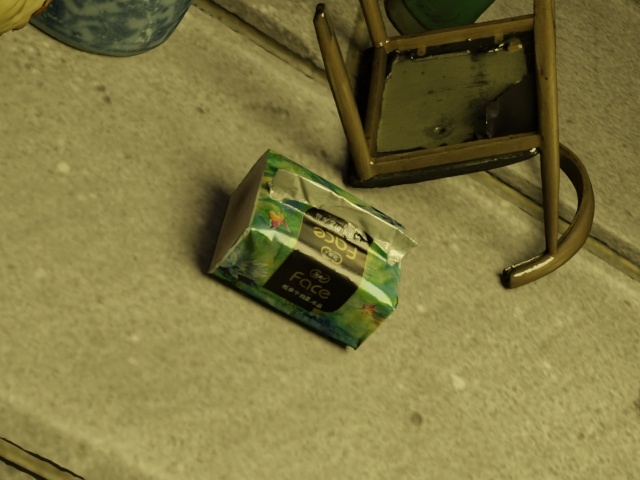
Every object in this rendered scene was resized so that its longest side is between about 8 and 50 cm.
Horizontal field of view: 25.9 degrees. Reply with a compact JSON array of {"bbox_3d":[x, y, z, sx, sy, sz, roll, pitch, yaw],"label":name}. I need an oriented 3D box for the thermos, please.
[{"bbox_3d":[0.133,-0.243,1.140,0.083,0.188,0.073,28,40,-21],"label":"thermos"}]

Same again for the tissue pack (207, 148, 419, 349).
[{"bbox_3d":[0.000,-0.001,0.884,0.111,0.079,0.085,29,39,-16],"label":"tissue pack"}]

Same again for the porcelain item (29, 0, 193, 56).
[{"bbox_3d":[-0.139,-0.212,0.934,0.147,0.114,0.147,24,40,-23],"label":"porcelain item"}]

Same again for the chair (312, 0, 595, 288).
[{"bbox_3d":[0.104,-0.111,1.030,0.188,0.166,0.272,-82,159,-48],"label":"chair"}]

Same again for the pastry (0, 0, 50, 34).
[{"bbox_3d":[-0.270,-0.196,0.774,0.256,0.170,0.237,45,18,10],"label":"pastry"}]
